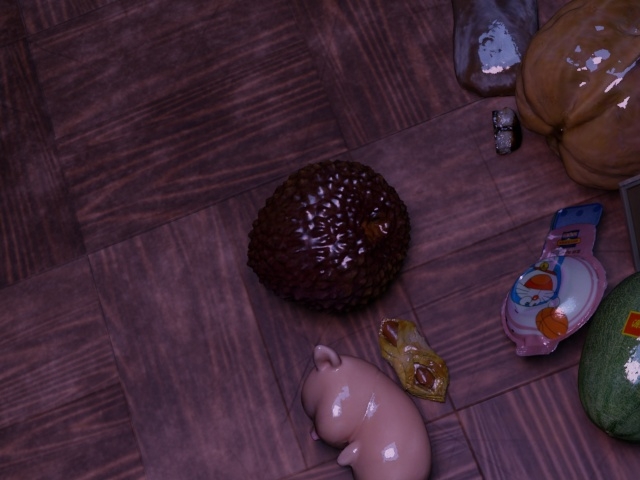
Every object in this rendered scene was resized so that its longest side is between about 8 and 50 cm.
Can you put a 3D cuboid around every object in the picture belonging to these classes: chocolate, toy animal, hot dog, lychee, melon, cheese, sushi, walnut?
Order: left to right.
[{"bbox_3d":[0.000,0.000,1.715,0.271,0.271,0.272,-4,67,9],"label":"lychee"},{"bbox_3d":[0.069,0.277,1.616,0.154,0.166,0.250,-33,72,-14],"label":"toy animal"},{"bbox_3d":[0.142,0.183,1.694,0.078,0.061,0.169,-37,66,-4],"label":"hot dog"},{"bbox_3d":[0.307,-0.380,1.888,0.156,0.080,0.254,-4,67,9],"label":"chocolate"},{"bbox_3d":[0.317,-0.189,1.826,0.046,0.044,0.083,-6,68,9],"label":"sushi"},{"bbox_3d":[0.371,0.059,1.679,0.188,0.074,0.286,-7,49,45],"label":"cheese"},{"bbox_3d":[0.487,-0.256,1.693,0.344,0.306,0.306,-37,66,-10],"label":"walnut"},{"bbox_3d":[0.481,0.157,1.576,0.182,0.182,0.288,17,71,17],"label":"melon"}]

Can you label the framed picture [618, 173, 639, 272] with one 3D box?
[{"bbox_3d":[0.587,-0.063,1.656,0.249,0.184,0.016,-23,37,1],"label":"framed picture"}]
